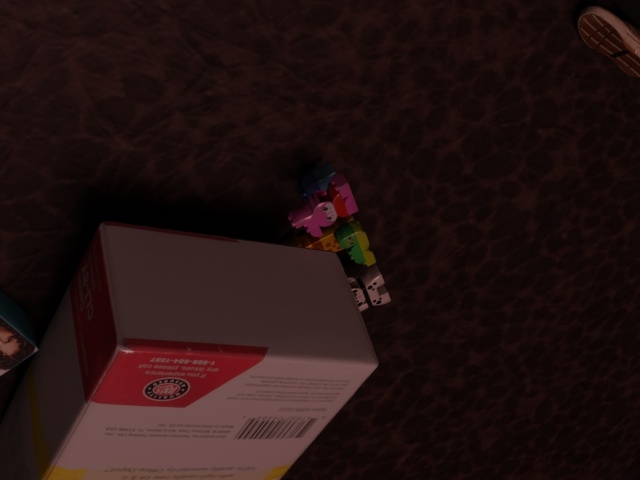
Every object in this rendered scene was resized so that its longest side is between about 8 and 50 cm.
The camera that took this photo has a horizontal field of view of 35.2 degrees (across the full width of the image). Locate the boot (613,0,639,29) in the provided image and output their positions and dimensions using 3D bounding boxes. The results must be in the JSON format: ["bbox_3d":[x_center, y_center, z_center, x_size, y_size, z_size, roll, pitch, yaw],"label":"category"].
[{"bbox_3d":[0.464,-0.365,1.072,0.445,0.146,0.367,32,105,-37],"label":"boot"}]

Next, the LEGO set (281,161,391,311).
[{"bbox_3d":[0.000,0.000,1.143,0.093,0.087,0.227,-27,140,-3],"label":"LEGO set"}]

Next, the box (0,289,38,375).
[{"bbox_3d":[-0.393,0.054,0.985,0.101,0.060,0.244,-35,134,1],"label":"box"}]

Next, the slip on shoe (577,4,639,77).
[{"bbox_3d":[0.346,-0.239,1.168,0.135,0.051,0.041,28,70,-32],"label":"slip on shoe"}]

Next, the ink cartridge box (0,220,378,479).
[{"bbox_3d":[-0.163,0.175,1.087,0.279,0.160,0.384,7,135,-32],"label":"ink cartridge box"}]
